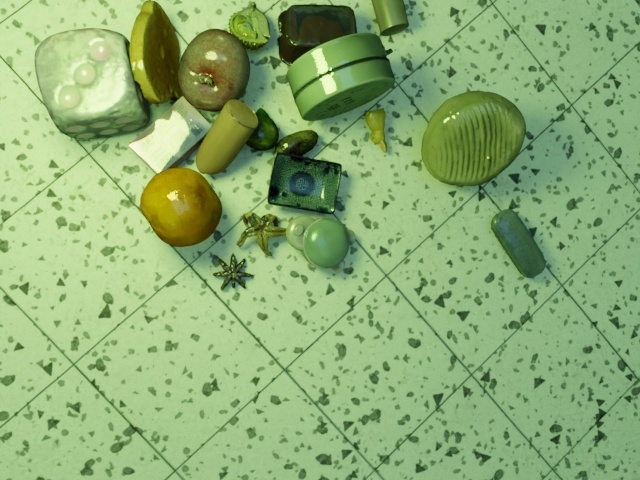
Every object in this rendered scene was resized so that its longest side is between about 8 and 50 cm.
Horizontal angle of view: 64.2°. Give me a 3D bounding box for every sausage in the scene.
[{"bbox_3d":[-0.315,-0.331,1.681,0.123,0.123,0.253,41,124,-6],"label":"sausage"}]

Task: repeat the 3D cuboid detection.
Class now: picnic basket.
[{"bbox_3d":[0.001,-0.729,1.779,0.296,0.129,0.223,-3,88,-10],"label":"picnic basket"}]

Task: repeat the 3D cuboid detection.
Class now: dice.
[{"bbox_3d":[-0.701,-0.479,1.593,0.270,0.270,0.271,-13,91,-8],"label":"dice"}]

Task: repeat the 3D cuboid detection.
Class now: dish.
[{"bbox_3d":[-0.060,-0.199,1.782,0.243,0.080,0.182,9,95,-12],"label":"dish"}]

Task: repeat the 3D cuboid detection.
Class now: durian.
[{"bbox_3d":[-0.246,-0.738,1.763,0.146,0.102,0.208,5,66,-11],"label":"durian"}]

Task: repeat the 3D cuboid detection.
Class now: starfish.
[{"bbox_3d":[-0.192,-0.022,1.772,0.189,0.074,0.146,6,83,-11],"label":"starfish"}]

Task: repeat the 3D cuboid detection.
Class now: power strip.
[{"bbox_3d":[0.077,-0.533,1.679,0.357,0.357,0.162,-21,90,-9],"label":"power strip"}]

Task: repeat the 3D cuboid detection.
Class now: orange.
[{"bbox_3d":[-0.444,-0.108,1.637,0.261,0.261,0.261,0,89,-9],"label":"orange"}]

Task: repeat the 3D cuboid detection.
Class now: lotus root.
[{"bbox_3d":[-0.084,-0.331,1.780,0.179,0.089,0.080,-27,54,-10],"label":"lotus root"}]

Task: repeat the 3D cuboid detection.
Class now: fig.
[{"bbox_3d":[-0.200,-0.388,1.752,0.123,0.123,0.156,9,76,-9],"label":"fig"}]

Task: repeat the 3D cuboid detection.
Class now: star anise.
[{"bbox_3d":[-0.305,0.111,1.766,0.141,0.042,0.141,0,88,-10],"label":"star anise"}]

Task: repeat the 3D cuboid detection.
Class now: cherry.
[{"bbox_3d":[-0.345,-0.558,1.660,0.221,0.307,0.261,19,125,-29],"label":"cherry"}]

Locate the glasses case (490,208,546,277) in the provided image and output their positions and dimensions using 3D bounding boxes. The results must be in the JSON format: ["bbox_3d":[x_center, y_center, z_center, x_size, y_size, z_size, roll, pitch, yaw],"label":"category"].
[{"bbox_3d":[0.745,0.012,1.919,0.109,0.067,0.282,-35,96,-5],"label":"glasses case"}]

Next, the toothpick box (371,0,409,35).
[{"bbox_3d":[0.244,-0.843,1.828,0.111,0.111,0.181,-15,93,-9],"label":"toothpick box"}]

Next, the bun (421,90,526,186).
[{"bbox_3d":[0.523,-0.365,1.794,0.362,0.235,0.326,-33,121,18],"label":"bun"}]

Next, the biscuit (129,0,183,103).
[{"bbox_3d":[-0.520,-0.576,1.640,0.057,0.287,0.344,-5,62,9],"label":"biscuit"}]

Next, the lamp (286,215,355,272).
[{"bbox_3d":[0.000,-0.001,1.769,0.246,0.108,0.180,25,79,-16],"label":"lamp"}]

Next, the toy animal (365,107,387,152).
[{"bbox_3d":[0.205,-0.391,1.839,0.083,0.070,0.159,-30,111,-47],"label":"toy animal"}]

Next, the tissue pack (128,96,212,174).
[{"bbox_3d":[-0.498,-0.344,1.713,0.246,0.092,0.148,-44,97,-7],"label":"tissue pack"}]
